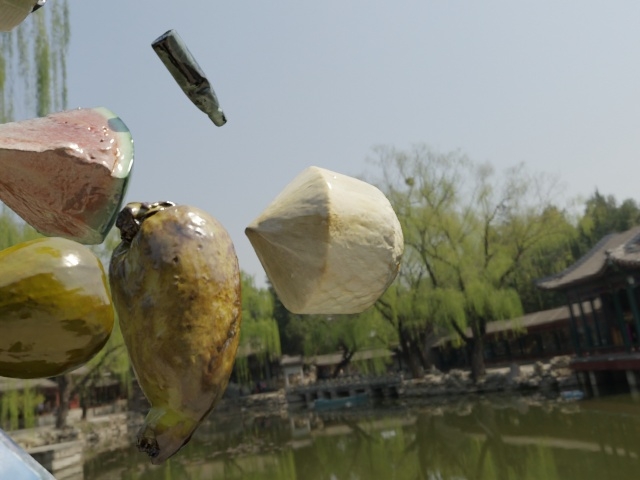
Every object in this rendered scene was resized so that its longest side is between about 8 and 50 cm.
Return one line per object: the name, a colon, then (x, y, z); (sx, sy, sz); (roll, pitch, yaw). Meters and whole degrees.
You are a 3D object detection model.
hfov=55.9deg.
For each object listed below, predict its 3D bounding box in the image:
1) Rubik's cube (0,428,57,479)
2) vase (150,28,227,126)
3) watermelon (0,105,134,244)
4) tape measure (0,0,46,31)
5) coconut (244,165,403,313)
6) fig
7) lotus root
Rubik's cube: (-0.300, 0.369, 0.413); (0.304, 0.301, 0.305); (-45, 3, 25)
vase: (-0.254, -0.319, 1.215); (0.059, 0.060, 0.211); (-16, -55, 30)
watermelon: (-0.476, -0.085, 1.075); (0.292, 0.251, 0.283); (-13, 29, -30)
tape measure: (-0.497, -0.423, 0.809); (0.133, 0.271, 0.231); (-45, -5, 13)
coconut: (0.000, 0.000, 1.226); (0.328, 0.329, 0.329); (-8, -13, -2)
fig: (-0.155, 0.038, 0.314); (0.088, 0.074, 0.074); (-13, -7, -38)
lotus root: (-0.104, 0.063, 0.446); (0.094, 0.191, 0.108); (0, -27, -29)
